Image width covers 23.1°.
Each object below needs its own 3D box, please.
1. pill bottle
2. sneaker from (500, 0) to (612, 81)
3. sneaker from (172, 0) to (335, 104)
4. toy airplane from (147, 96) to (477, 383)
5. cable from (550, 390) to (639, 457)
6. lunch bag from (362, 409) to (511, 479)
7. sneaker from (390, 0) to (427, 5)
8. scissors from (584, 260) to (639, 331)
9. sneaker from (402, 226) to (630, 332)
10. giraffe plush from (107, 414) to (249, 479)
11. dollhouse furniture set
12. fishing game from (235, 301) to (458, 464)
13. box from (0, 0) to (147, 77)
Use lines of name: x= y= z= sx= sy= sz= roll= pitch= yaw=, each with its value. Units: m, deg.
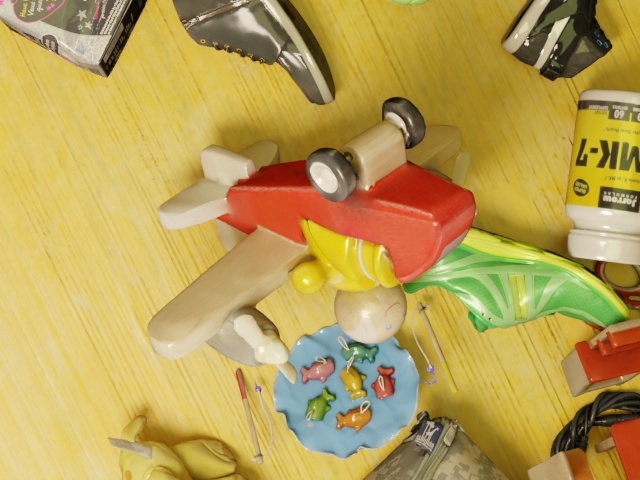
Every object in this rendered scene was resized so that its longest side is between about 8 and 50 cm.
pill bottle: x=0.368 y=-0.078 z=1.947 sx=0.119 sy=0.119 sz=0.209 roll=7 pitch=90 yaw=-7
sneaker: x=0.333 y=-0.298 z=1.960 sx=0.121 sy=0.079 sz=0.217 roll=34 pitch=97 yaw=-10
sneaker: x=-0.079 y=-0.242 z=1.923 sx=0.118 sy=0.083 sz=0.222 roll=-31 pitch=103 yaw=15
toy airplane: x=0.000 y=0.000 z=1.809 sx=0.386 sy=0.384 sz=0.272 roll=-24 pitch=107 yaw=9
cable: x=0.369 y=0.284 z=2.005 sx=0.184 sy=0.047 sz=0.150 roll=-43 pitch=96 yaw=-2
lunch bag: x=0.160 y=0.393 z=1.917 sx=0.305 sy=0.212 sz=0.256 roll=45 pitch=69 yaw=-9
sneaker: x=0.139 y=-0.528 z=1.869 sx=0.202 sy=0.185 sz=0.483 roll=20 pitch=90 yaw=-11
scissors: x=0.477 y=0.091 z=2.023 sx=0.297 sy=0.021 sz=0.109 roll=15 pitch=89 yaw=-8
sneaker: x=0.239 y=0.062 z=1.956 sx=0.295 sy=0.109 sz=0.124 roll=17 pitch=94 yaw=3
giraffe plush: x=-0.202 y=0.337 z=1.901 sx=0.210 sy=0.181 sz=0.170 roll=26 pitch=111 yaw=-17
dollhouse furniture set: x=0.391 y=0.237 z=1.903 sx=0.262 sy=0.135 sz=0.259 roll=-11 pitch=72 yaw=-23
fishing game: x=0.029 y=0.178 z=1.916 sx=0.264 sy=0.041 sz=0.189 roll=-17 pitch=57 yaw=2
box: x=-0.278 y=-0.291 z=1.802 sx=0.142 sy=0.247 sz=0.163 roll=27 pitch=90 yaw=-5
